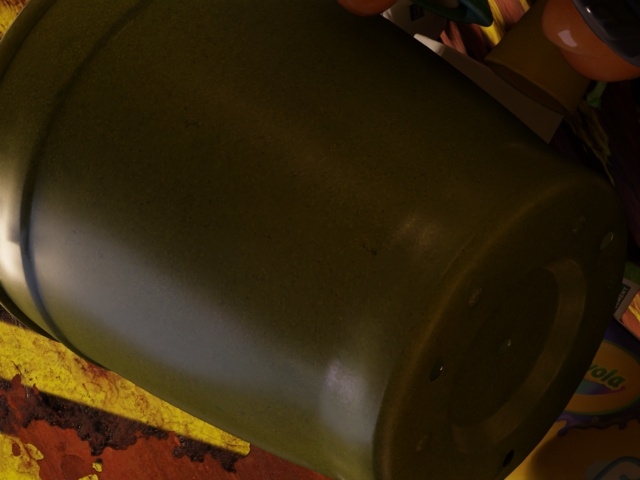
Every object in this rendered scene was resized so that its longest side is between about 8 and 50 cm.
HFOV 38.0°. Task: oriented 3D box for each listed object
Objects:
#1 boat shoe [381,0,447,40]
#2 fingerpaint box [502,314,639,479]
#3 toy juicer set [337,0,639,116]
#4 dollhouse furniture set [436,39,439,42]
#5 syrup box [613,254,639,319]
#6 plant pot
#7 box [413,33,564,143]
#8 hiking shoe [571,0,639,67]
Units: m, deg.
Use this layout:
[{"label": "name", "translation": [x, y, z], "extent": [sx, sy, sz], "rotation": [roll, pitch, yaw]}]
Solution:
[{"label": "boat shoe", "translation": [0.098, -0.309, 1.170], "extent": [0.267, 0.096, 0.088], "rotation": [46, -160, -76]}, {"label": "fingerpaint box", "translation": [0.286, 0.300, 0.610], "extent": [0.371, 0.163, 0.445], "rotation": [57, -178, -22]}, {"label": "toy juicer set", "translation": [0.042, -0.168, 0.513], "extent": [0.329, 0.089, 0.209], "rotation": [33, -174, -10]}, {"label": "dollhouse furniture set", "translation": [0.081, -0.274, 1.425], "extent": [0.301, 0.197, 0.151], "rotation": [62, -176, 0]}, {"label": "syrup box", "translation": [0.173, 0.005, 0.874], "extent": [0.237, 0.093, 0.096], "rotation": [26, -167, -11]}, {"label": "plant pot", "translation": [0.000, 0.000, 0.653], "extent": [0.353, 0.366, 0.366], "rotation": [32, 165, 37]}, {"label": "box", "translation": [0.139, -0.127, 0.901], "extent": [0.130, 0.091, 0.170], "rotation": [25, -167, -9]}, {"label": "hiking shoe", "translation": [0.105, -0.179, 0.354], "extent": [0.114, 0.086, 0.227], "rotation": [-68, -44, -66]}]
